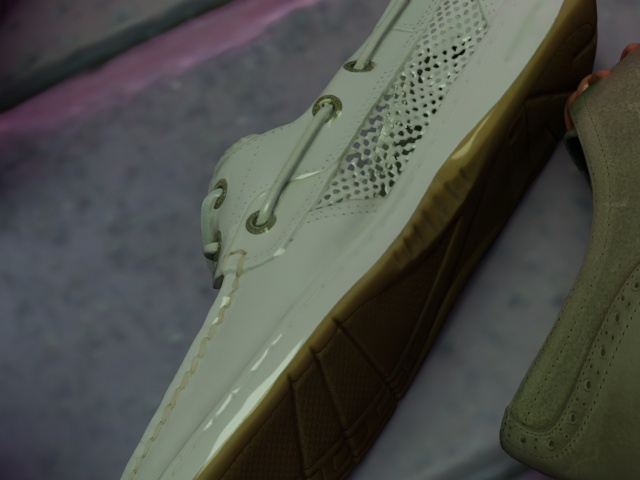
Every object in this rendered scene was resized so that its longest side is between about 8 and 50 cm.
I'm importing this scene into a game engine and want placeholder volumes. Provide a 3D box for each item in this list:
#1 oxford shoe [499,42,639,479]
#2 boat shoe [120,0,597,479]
[{"bbox_3d":[0.154,-0.066,0.665,0.130,0.123,0.348,9,64,24],"label":"oxford shoe"},{"bbox_3d":[0.000,0.000,0.681,0.096,0.098,0.277,26,63,22],"label":"boat shoe"}]
